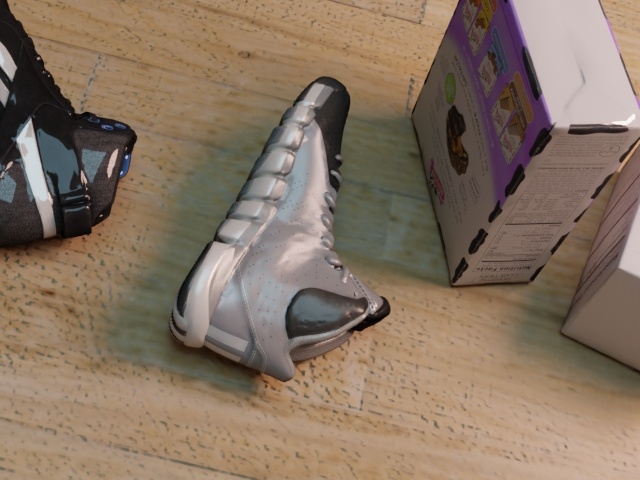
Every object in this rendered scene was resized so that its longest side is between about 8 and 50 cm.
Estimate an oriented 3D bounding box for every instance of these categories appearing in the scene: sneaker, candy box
[{"bbox_3d":[-0.196,-0.095,0.759,0.121,0.079,0.217,-2,67,-18],"label":"sneaker"},{"bbox_3d":[0.136,-0.086,0.748,0.070,0.196,0.165,-2,59,-14],"label":"candy box"},{"bbox_3d":[0.000,0.000,0.741,0.132,0.086,0.229,29,67,0],"label":"sneaker"}]

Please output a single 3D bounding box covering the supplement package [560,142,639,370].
[{"bbox_3d":[0.266,0.001,0.777,0.105,0.105,0.179,26,57,4],"label":"supplement package"}]
